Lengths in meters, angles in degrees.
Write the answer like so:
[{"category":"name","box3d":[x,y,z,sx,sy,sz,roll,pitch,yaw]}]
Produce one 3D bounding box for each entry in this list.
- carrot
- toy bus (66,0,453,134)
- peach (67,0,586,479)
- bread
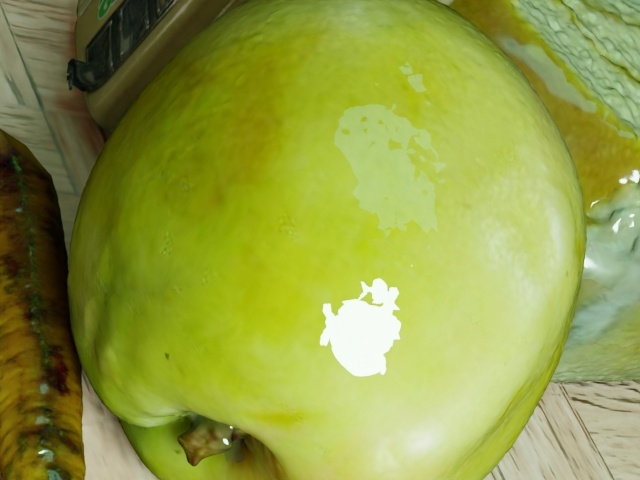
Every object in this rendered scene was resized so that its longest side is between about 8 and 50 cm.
[{"category":"carrot","box3d":[-0.171,0.058,1.101,0.066,0.066,0.314,16,40,-33]},{"category":"toy bus","box3d":[-0.025,-0.192,1.285,0.177,0.365,0.202,20,49,-27]},{"category":"peach","box3d":[0.001,0.007,1.090,0.314,0.315,0.281,27,-17,34]},{"category":"bread","box3d":[0.173,-0.034,1.411,0.395,0.239,0.264,50,38,14]}]
